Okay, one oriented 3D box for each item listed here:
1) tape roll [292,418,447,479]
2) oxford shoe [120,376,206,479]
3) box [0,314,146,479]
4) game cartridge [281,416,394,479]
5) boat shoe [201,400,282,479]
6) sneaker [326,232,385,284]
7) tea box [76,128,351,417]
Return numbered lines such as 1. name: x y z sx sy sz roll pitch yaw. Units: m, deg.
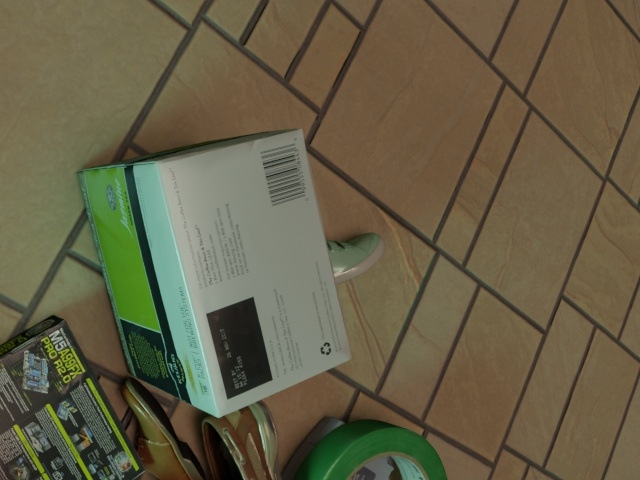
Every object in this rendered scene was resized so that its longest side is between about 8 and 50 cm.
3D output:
1. tape roll: 0.086 0.481 1.415 0.321 0.077 0.321 -2 94 -35
2. oxford shoe: -0.257 0.307 1.237 0.076 0.076 0.212 -28 105 -4
3. box: -0.402 0.276 1.138 0.216 0.060 0.270 -34 110 -30
4. game cartridge: 0.002 0.476 1.433 0.198 0.062 0.297 38 71 -26
5. boat shoe: -0.120 0.415 1.285 0.116 0.123 0.324 -10 80 -45
6. sneaker: 0.000 0.000 1.388 0.256 0.094 0.151 -26 103 -33
7. tea box: -0.159 0.031 1.137 0.220 0.323 0.329 -19 103 -32
